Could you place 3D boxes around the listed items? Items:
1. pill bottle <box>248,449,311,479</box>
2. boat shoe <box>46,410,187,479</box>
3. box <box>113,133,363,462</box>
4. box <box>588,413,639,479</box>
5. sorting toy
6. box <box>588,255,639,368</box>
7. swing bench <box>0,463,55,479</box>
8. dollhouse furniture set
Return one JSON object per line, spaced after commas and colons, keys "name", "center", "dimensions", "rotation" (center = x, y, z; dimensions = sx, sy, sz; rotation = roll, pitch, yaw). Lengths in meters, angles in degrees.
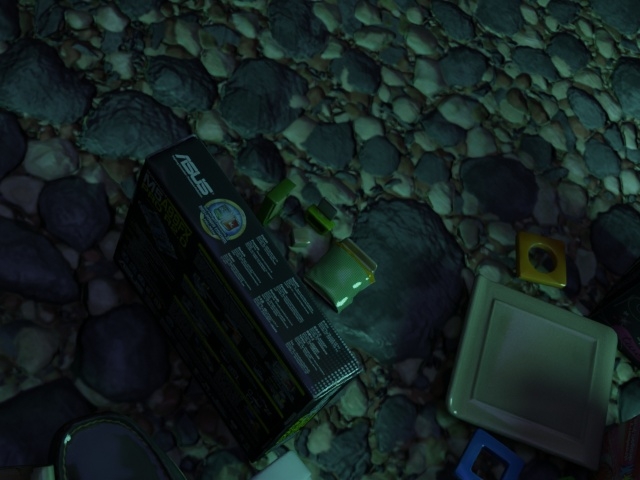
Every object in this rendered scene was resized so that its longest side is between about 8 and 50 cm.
{"name": "pill bottle", "center": [0.007, 0.331, 0.926], "dimensions": [0.153, 0.153, 0.264], "rotation": [-34, 78, -31]}
{"name": "boat shoe", "center": [-0.112, 0.290, 0.798], "dimensions": [0.132, 0.130, 0.355], "rotation": [-20, 75, -26]}
{"name": "box", "center": [-0.092, 0.065, 0.991], "dimensions": [0.060, 0.216, 0.270], "rotation": [-29, 76, -31]}
{"name": "box", "center": [0.363, 0.341, 1.054], "dimensions": [0.142, 0.154, 0.300], "rotation": [22, 57, -9]}
{"name": "sorting toy", "center": [0.240, 0.151, 1.168], "dimensions": [0.196, 0.047, 0.347], "rotation": [24, 58, -7]}
{"name": "box", "center": [0.474, 0.112, 1.207], "dimensions": [0.247, 0.163, 0.142], "rotation": [46, 61, 7]}
{"name": "swing bench", "center": [-0.326, 0.310, 0.779], "dimensions": [0.255, 0.165, 0.253], "rotation": [-1, 80, -22]}
{"name": "dollhouse furniture set", "center": [0.000, 0.000, 1.152], "dimensions": [0.152, 0.058, 0.076], "rotation": [44, 58, 5]}
